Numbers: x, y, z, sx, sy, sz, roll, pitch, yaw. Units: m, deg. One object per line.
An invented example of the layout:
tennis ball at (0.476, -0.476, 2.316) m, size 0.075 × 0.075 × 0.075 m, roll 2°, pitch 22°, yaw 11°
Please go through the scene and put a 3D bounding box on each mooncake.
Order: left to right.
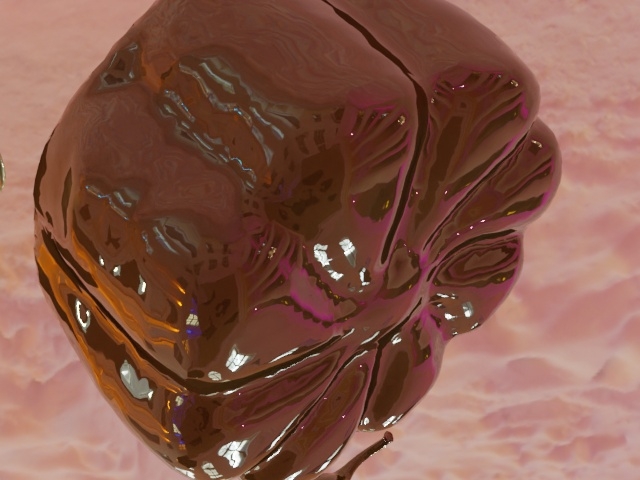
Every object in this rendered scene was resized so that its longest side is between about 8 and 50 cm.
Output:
mooncake at (0.000, 0.000, 0.515) m, size 0.378 × 0.201 × 0.378 m, roll -31°, pitch 147°, yaw -23°

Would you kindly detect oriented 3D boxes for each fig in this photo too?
fig at (0.025, 0.374, 1.063) m, size 0.124 × 0.236 × 0.124 m, roll 31°, pitch 148°, yaw 23°

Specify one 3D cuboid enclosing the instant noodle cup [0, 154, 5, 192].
instant noodle cup at (-0.411, -0.074, 0.643) m, size 0.182 × 0.144 × 0.182 m, roll 24°, pitch 141°, yaw 20°
